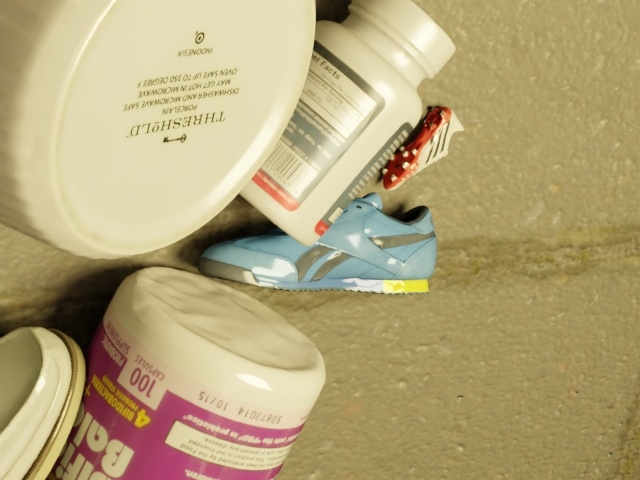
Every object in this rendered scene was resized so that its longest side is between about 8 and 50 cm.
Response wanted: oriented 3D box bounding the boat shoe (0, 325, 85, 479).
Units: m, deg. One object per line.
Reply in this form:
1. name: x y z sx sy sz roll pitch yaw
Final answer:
1. boat shoe: -0.293 0.169 0.945 0.302 0.113 0.103 -46 136 0

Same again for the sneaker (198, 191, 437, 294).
1. sneaker: 0.000 0.000 1.071 0.209 0.069 0.082 1 96 -30

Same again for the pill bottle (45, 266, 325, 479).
1. pill bottle: -0.132 0.186 1.020 0.169 0.169 0.301 17 106 -38

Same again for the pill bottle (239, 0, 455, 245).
1. pill bottle: 0.010 -0.095 0.986 0.180 0.108 0.108 -49 131 1

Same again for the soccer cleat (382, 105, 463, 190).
1. soccer cleat: 0.083 -0.070 1.099 0.035 0.029 0.083 37 89 -37

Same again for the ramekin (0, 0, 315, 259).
1. ramekin: -0.118 -0.113 0.812 0.273 0.127 0.273 -38 146 -32
